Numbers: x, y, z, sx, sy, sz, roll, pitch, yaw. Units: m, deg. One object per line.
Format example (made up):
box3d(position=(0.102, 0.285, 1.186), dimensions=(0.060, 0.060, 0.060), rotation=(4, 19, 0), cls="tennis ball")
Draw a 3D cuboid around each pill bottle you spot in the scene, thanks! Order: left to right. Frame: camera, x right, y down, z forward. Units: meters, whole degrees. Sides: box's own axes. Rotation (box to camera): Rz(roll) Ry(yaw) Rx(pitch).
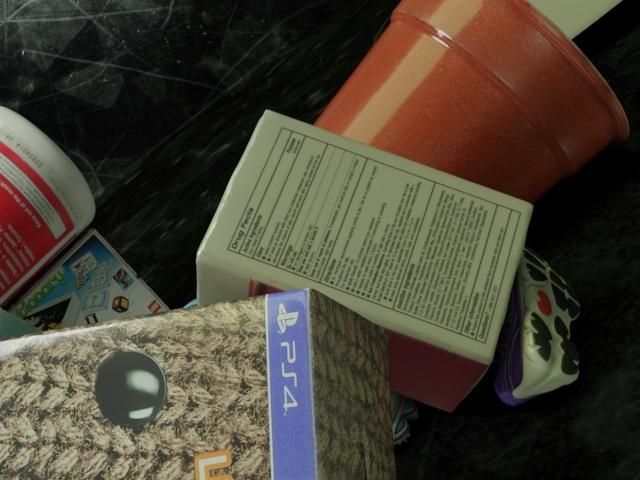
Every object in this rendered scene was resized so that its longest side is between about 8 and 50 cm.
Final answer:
box3d(position=(-0.529, 0.020, 1.278), dimensions=(0.407, 0.229, 0.229), rotation=(-49, 21, -26), cls="pill bottle")

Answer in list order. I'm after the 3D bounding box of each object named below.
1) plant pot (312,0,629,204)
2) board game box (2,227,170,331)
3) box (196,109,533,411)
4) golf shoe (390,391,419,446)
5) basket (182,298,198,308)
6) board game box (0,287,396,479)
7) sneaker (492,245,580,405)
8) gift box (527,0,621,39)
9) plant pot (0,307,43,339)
box3d(position=(0.115, -0.096, 0.934), dimensions=(0.265, 0.272, 0.272), rotation=(-47, 19, 2), cls="plant pot")
box3d(position=(-0.378, 0.155, 1.347), dimensions=(0.305, 0.193, 0.053), rotation=(-49, 22, -26), cls="board game box")
box3d(position=(0.032, 0.020, 0.750), dimensions=(0.127, 0.232, 0.148), rotation=(104, -173, -62), cls="box")
box3d(position=(0.049, 0.108, 0.833), dimensions=(0.069, 0.086, 0.176), rotation=(-33, 18, 23), cls="golf shoe")
box3d(position=(-0.133, 0.206, 0.769), dimensions=(0.255, 0.201, 0.289), rotation=(-30, 37, 10), cls="basket")
box3d(position=(-0.105, 0.176, 0.591), dimensions=(0.291, 0.141, 0.232), rotation=(-11, 70, 20), cls="board game box")
box3d(position=(0.164, 0.066, 0.752), dimensions=(0.071, 0.068, 0.170), rotation=(-42, 12, 32), cls="sneaker")
box3d(position=(0.323, -0.391, 1.198), dimensions=(0.258, 0.255, 0.276), rotation=(-38, 13, 10), cls="gift box")
box3d(position=(-0.371, 0.262, 1.043), dimensions=(0.248, 0.247, 0.252), rotation=(-23, 42, 40), cls="plant pot")
